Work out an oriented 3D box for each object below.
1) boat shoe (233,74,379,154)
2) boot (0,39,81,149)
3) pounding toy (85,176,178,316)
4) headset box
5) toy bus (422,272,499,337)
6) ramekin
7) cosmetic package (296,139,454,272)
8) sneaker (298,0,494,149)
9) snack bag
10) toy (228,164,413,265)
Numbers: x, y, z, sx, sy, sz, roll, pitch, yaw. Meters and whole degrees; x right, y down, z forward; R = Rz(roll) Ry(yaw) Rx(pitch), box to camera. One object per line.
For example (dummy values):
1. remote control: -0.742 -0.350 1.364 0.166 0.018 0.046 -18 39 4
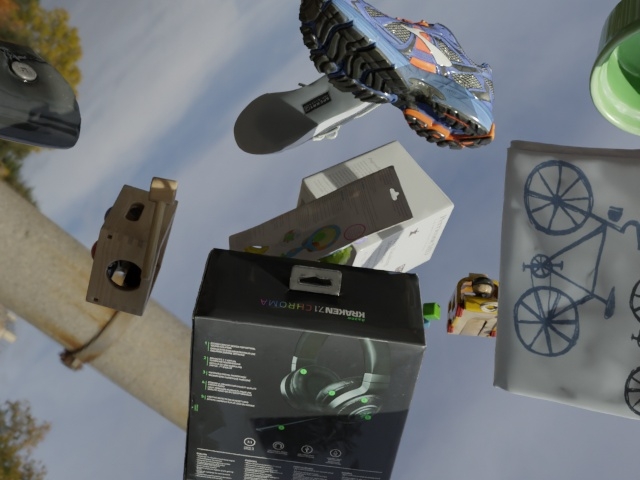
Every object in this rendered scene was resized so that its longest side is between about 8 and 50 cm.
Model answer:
1. boat shoe: -0.011 -0.233 1.403 0.306 0.105 0.113 -26 -102 26
2. boot: -0.512 -0.174 1.051 0.146 0.445 0.367 -38 -112 19
3. pounding toy: -0.258 -0.006 1.065 0.181 0.094 0.206 -86 -166 -58
4. headset box: -0.024 0.155 0.910 0.131 0.246 0.283 -86 -177 -56
5. toy bus: 0.301 0.117 1.512 0.202 0.191 0.104 -17 -122 41
6. ramekin: 0.671 -0.348 1.489 0.303 0.303 0.148 -19 -136 41
7. cosmetic package: 0.075 -0.029 1.212 0.184 0.151 0.151 -25 -117 -24
8. sneaker: 0.073 -0.166 0.714 0.083 0.221 0.087 -14 -127 52
9. snack bag: 0.365 0.052 0.907 0.342 0.037 0.323 8 -78 36
10. toy: 0.000 0.000 0.984 0.237 0.056 0.137 -21 -147 7
